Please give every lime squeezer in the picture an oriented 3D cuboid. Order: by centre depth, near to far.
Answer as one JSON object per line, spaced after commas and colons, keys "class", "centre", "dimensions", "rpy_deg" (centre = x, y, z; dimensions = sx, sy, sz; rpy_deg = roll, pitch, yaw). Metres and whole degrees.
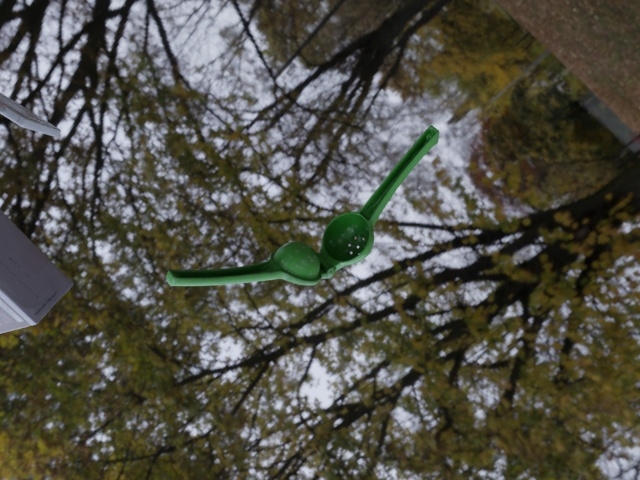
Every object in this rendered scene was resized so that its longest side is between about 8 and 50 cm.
{"class": "lime squeezer", "centre": [0.000, 0.000, 0.689], "dimensions": [0.310, 0.110, 0.059], "rpy_deg": [-29, -113, -21]}

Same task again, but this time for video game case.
{"class": "video game case", "centre": [-0.760, -0.326, 1.687], "dimensions": [0.206, 0.026, 0.227], "rpy_deg": [32, -178, -2]}

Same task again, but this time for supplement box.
{"class": "supplement box", "centre": [-0.427, 0.051, 0.868], "dimensions": [0.130, 0.239, 0.073], "rpy_deg": [53, -134, -23]}
